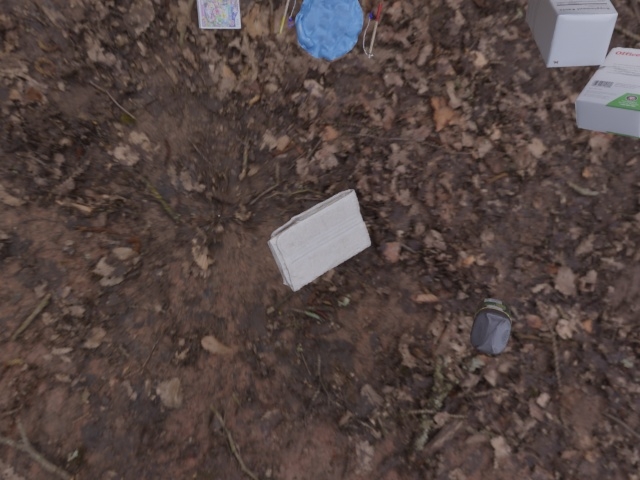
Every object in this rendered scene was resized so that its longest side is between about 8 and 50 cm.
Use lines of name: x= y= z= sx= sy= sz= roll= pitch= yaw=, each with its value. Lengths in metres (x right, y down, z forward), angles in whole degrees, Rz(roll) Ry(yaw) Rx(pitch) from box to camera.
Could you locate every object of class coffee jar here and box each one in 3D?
coffee jar: x=0.367 y=0.184 z=1.459 sx=0.079 sy=0.184 sz=0.096 roll=15 pitch=97 yaw=14

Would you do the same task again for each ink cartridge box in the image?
ink cartridge box: x=0.743 y=-0.362 z=1.645 sx=0.219 sy=0.160 sz=0.092 roll=-49 pitch=138 yaw=-24

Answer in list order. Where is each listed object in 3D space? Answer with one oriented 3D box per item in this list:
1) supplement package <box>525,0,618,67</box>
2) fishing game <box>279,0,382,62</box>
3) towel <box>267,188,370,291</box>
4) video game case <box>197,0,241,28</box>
supplement package: x=0.453 y=-0.410 z=1.241 sx=0.105 sy=0.179 sz=0.105 roll=-2 pitch=137 yaw=1
fishing game: x=0.025 y=-0.556 z=1.744 sx=0.264 sy=0.041 sz=0.189 roll=16 pitch=106 yaw=16
towel: x=0.000 y=0.000 z=1.853 sx=0.282 sy=0.049 sz=0.187 roll=-29 pitch=120 yaw=-17
video game case: x=-0.259 y=-0.587 z=1.735 sx=0.122 sy=0.011 sz=0.087 roll=-15 pitch=107 yaw=-40
